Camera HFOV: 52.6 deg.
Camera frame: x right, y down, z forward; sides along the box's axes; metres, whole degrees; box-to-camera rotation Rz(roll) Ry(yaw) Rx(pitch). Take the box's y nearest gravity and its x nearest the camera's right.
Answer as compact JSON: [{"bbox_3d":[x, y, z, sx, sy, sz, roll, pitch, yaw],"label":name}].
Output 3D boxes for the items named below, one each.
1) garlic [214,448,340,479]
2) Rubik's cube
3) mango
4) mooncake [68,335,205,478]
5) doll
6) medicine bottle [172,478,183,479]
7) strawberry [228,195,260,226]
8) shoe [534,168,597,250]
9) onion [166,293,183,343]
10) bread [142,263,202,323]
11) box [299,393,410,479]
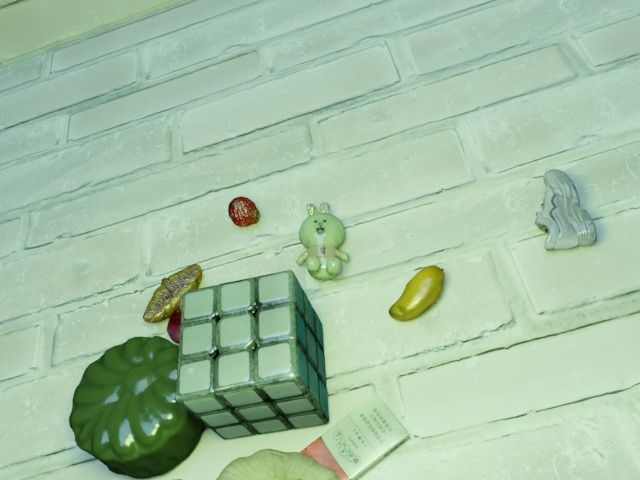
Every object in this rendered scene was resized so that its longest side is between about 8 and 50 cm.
[{"bbox_3d":[-0.104,0.610,1.421,0.317,0.259,0.318,11,59,-19],"label":"garlic"},{"bbox_3d":[-0.162,0.294,1.626,0.303,0.301,0.305,-13,54,9],"label":"Rubik's cube"},{"bbox_3d":[0.264,0.142,1.734,0.190,0.075,0.098,-45,39,-10],"label":"mango"},{"bbox_3d":[-0.470,0.429,1.705,0.356,0.194,0.357,-9,55,13],"label":"mooncake"},{"bbox_3d":[0.002,0.011,1.900,0.154,0.113,0.275,-8,47,2],"label":"doll"},{"bbox_3d":[-0.334,0.703,1.502,0.137,0.141,0.250,18,63,24],"label":"medicine bottle"},{"bbox_3d":[-0.240,-0.091,2.052,0.106,0.106,0.106,-9,54,12],"label":"strawberry"},{"bbox_3d":[0.636,-0.079,1.753,0.137,0.095,0.245,-17,59,3],"label":"shoe"},{"bbox_3d":[-0.377,0.214,1.858,0.149,0.140,0.150,-6,39,5],"label":"onion"},{"bbox_3d":[-0.445,0.165,1.955,0.104,0.076,0.233,33,64,21],"label":"bread"},{"bbox_3d":[0.080,0.497,1.570,0.245,0.035,0.139,-37,54,-9],"label":"box"}]
